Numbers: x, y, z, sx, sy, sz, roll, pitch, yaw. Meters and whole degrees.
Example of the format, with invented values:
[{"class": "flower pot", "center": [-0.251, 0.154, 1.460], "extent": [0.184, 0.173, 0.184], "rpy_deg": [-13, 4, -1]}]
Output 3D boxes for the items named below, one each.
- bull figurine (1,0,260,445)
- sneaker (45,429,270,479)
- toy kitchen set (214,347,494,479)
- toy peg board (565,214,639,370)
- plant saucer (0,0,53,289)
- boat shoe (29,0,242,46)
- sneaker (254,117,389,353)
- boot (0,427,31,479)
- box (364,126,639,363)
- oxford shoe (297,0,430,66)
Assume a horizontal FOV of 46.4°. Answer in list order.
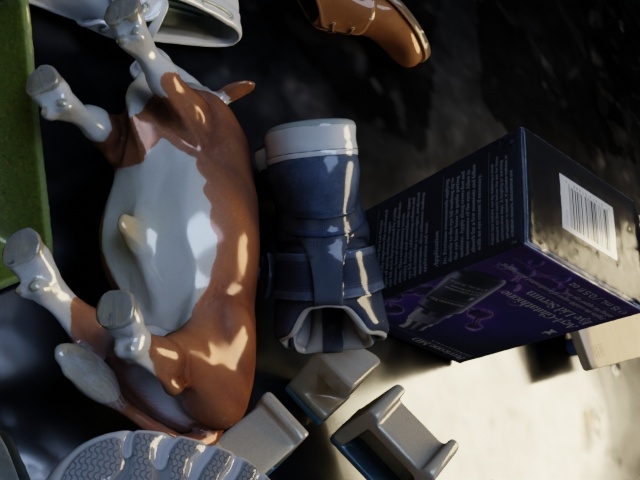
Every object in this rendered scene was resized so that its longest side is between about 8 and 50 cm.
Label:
[{"class": "bull figurine", "center": [-0.099, -0.029, 0.476], "extent": [0.188, 0.101, 0.310], "rpy_deg": [45, 31, -60]}, {"class": "sneaker", "center": [-0.054, 0.210, 0.438], "extent": [0.281, 0.115, 0.105], "rpy_deg": [43, 41, -28]}, {"class": "toy kitchen set", "center": [0.017, 0.204, 0.541], "extent": [0.207, 0.122, 0.166], "rpy_deg": [45, 45, 13]}, {"class": "toy peg board", "center": [0.326, 0.066, 0.883], "extent": [0.161, 0.079, 0.161], "rpy_deg": [-8, 74, -26]}, {"class": "plant saucer", "center": [-0.245, -0.039, 0.401], "extent": [0.045, 0.188, 0.188], "rpy_deg": [27, 36, 31]}, {"class": "boat shoe", "center": [-0.147, -0.194, 0.586], "extent": [0.226, 0.083, 0.075], "rpy_deg": [-14, 78, -44]}, {"class": "sneaker", "center": [-0.002, 0.000, 0.580], "extent": [0.086, 0.226, 0.163], "rpy_deg": [-8, 93, 1]}, {"class": "boot", "center": [-0.199, 0.146, 0.328], "extent": [0.161, 0.083, 0.246], "rpy_deg": [-1, 41, -38]}, {"class": "box", "center": [0.144, 0.017, 0.647], "extent": [0.153, 0.207, 0.108], "rpy_deg": [24, 56, -29]}, {"class": "oxford shoe", "center": [0.028, -0.241, 0.781], "extent": [0.212, 0.076, 0.076], "rpy_deg": [34, 82, -26]}]
